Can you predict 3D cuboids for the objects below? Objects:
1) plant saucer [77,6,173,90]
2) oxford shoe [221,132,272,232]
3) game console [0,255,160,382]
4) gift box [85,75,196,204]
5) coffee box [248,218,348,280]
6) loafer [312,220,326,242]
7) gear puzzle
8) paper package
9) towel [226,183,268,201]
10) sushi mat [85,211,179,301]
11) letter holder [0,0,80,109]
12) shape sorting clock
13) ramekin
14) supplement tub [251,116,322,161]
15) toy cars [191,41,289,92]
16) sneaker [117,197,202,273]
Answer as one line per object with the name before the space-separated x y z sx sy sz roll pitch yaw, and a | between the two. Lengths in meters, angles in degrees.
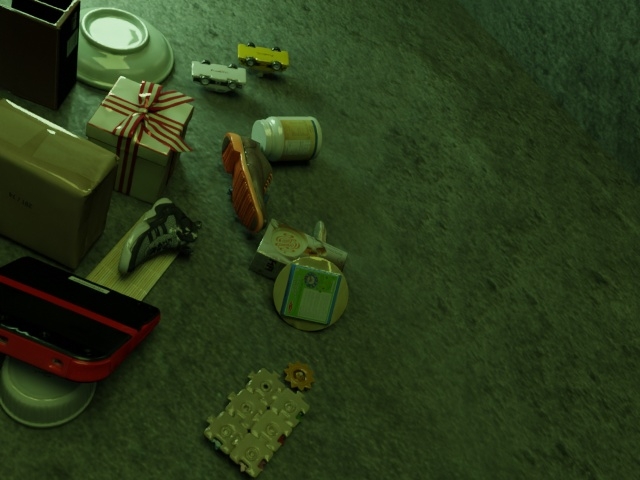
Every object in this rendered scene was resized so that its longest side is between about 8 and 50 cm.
plant saucer | -0.683 -0.663 2.103 0.400 0.100 0.400 12 51 -15
oxford shoe | -0.193 -0.178 1.894 0.132 0.130 0.364 2 54 -29
game console | -0.593 0.166 1.422 0.386 0.060 0.342 22 16 3
gift box | -0.490 -0.289 1.795 0.276 0.258 0.255 17 50 -10
coffee box | -0.062 0.059 1.825 0.246 0.098 0.141 25 48 -4
loafer | 0.000 0.000 1.942 0.039 0.045 0.125 26 53 -27
gear puzzle | -0.132 0.413 1.566 0.175 0.044 0.339 38 46 9
paper package | -0.688 -0.130 1.550 0.325 0.309 0.168 27 44 -4
towel | -0.222 -0.140 1.953 0.119 0.029 0.067 29 50 0
sushi mat | -0.489 0.058 1.689 0.151 0.019 0.316 31 48 -1
letter holder | -0.828 -0.564 1.825 0.214 0.302 0.152 19 49 -9
shape sorting clock | -0.027 0.145 1.739 0.206 0.206 0.040 20 6 -9
ramekin | -0.599 0.296 1.397 0.207 0.109 0.207 12 51 -15
supplement tub | -0.110 -0.331 2.073 0.199 0.144 0.144 -6 57 -27
toy cars | -0.282 -0.598 2.246 0.176 0.087 0.393 43 53 18
sneaker | -0.414 0.005 1.681 0.153 0.101 0.268 27 46 -2
